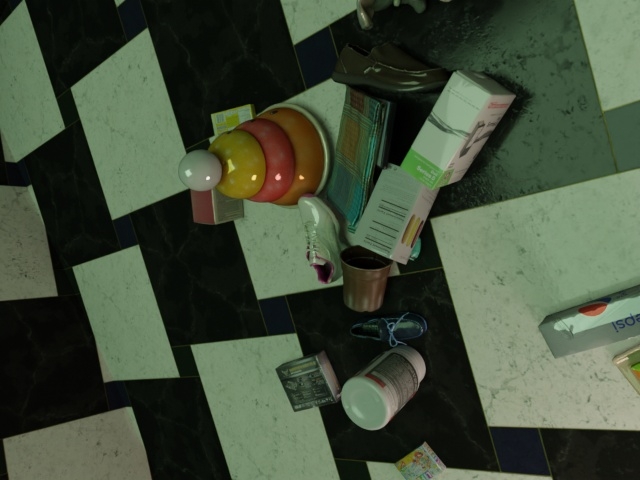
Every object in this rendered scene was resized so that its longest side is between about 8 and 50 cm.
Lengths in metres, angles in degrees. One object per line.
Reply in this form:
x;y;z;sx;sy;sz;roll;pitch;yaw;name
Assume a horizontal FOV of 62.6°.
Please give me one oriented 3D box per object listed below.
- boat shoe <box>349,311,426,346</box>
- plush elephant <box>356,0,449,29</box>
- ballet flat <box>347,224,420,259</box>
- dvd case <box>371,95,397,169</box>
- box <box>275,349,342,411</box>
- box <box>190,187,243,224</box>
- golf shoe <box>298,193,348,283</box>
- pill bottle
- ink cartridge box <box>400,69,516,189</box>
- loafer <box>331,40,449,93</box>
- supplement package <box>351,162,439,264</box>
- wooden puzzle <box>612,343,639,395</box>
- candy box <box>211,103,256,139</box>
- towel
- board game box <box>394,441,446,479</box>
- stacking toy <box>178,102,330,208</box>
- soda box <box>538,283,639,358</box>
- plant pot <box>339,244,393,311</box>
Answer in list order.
0.211;0.291;1.674;0.258;0.089;0.109;-16;93;38;boat shoe
0.200;-0.676;1.339;0.329;0.255;0.272;14;69;-1;plush elephant
0.201;-0.023;1.614;0.247;0.083;0.087;25;92;29;ballet flat
0.143;-0.320;1.513;0.253;0.022;0.181;-133;46;-61;dvd case
-0.043;0.523;1.946;0.231;0.056;0.183;-28;85;38;box
-0.387;-0.187;1.947;0.126;0.148;0.233;6;105;36;box
0.000;0.000;1.677;0.115;0.140;0.306;-10;114;43;golf shoe
0.201;0.434;1.597;0.161;0.283;0.161;10;108;34;pill bottle
0.350;-0.281;1.346;0.114;0.198;0.273;41;123;21;ink cartridge box
0.185;-0.482;1.454;0.365;0.133;0.130;19;113;31;loafer
0.215;-0.074;1.492;0.133;0.139;0.244;25;93;29;supplement package
0.857;0.331;1.236;0.239;0.044;0.221;54;126;12;wooden puzzle
-0.311;-0.423;1.905;0.205;0.027;0.105;-2;104;37;candy box
0.095;-0.248;1.553;0.271;0.040;0.370;-126;40;-58;towel
0.329;0.750;1.751;0.103;0.026;0.154;49;125;15;board game box
-0.225;-0.237;1.604;0.350;0.479;0.351;10;108;33;stacking toy
0.695;0.196;1.289;0.286;0.091;0.098;-30;84;38;soda box
0.140;0.123;1.647;0.166;0.167;0.165;18;120;32;plant pot
